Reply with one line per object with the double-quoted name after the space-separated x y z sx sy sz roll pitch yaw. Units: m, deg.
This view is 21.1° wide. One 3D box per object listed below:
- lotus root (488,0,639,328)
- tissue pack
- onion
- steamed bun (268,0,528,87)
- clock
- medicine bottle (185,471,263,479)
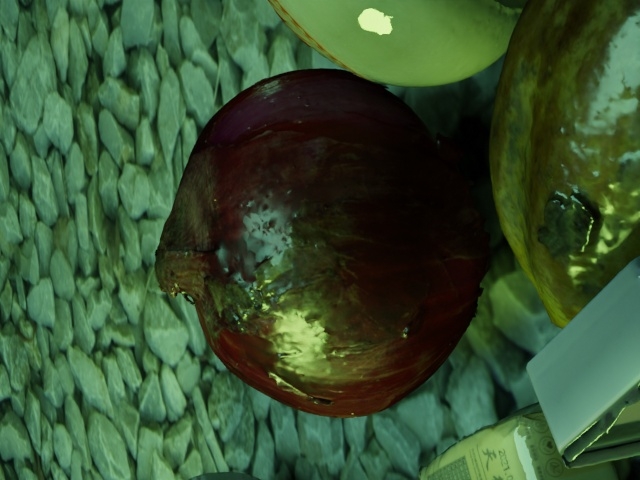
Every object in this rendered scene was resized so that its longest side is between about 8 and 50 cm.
0.201 -0.061 1.045 0.193 0.193 0.291 53 139 39 "lotus root"
0.164 0.239 1.272 0.186 0.090 0.222 -43 59 57 "tissue pack"
0.000 0.000 1.320 0.276 0.276 0.276 21 116 55 "onion"
0.033 -0.202 1.227 0.145 0.232 0.232 -38 62 24 "steamed bun"
0.235 0.062 1.008 0.144 0.193 0.073 -53 51 49 "clock"
-0.061 0.332 1.478 0.395 0.242 0.242 -114 25 -71 "medicine bottle"
